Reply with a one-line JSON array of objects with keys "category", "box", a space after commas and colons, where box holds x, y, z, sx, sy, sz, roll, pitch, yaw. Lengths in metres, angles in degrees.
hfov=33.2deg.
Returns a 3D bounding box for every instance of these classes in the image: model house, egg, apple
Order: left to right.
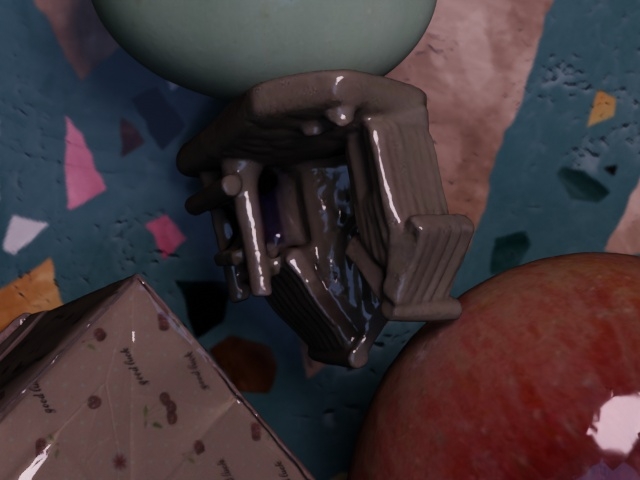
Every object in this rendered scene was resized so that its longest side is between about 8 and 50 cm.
[{"category": "egg", "box": [-0.037, -0.173, 0.705, 0.231, 0.168, 0.168, 3, 102, -1]}, {"category": "model house", "box": [0.005, -0.007, 0.715, 0.122, 0.229, 0.188, -16, 89, -28]}, {"category": "apple", "box": [0.166, 0.163, 0.741, 0.344, 0.269, 0.345, -6, 121, -10]}]

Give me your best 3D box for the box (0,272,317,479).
[{"category": "box", "box": [-0.180, 0.206, 0.688, 0.225, 0.190, 0.297, 51, 55, -14]}]
